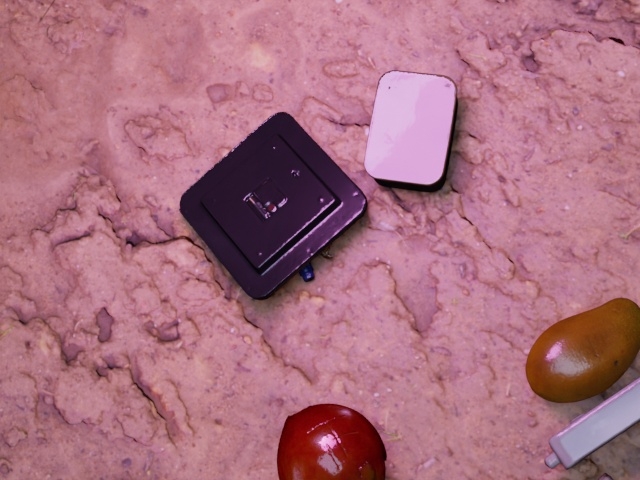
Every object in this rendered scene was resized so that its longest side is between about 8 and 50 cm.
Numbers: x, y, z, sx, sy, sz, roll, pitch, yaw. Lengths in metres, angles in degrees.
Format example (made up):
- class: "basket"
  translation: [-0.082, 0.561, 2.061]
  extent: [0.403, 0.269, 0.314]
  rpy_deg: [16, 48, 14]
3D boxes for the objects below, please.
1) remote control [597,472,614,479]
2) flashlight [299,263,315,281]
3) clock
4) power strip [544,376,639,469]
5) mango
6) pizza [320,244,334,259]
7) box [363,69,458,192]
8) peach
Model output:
- class: "remote control"
  translation: [0.388, 0.466, 1.713]
  extent: [0.233, 0.098, 0.038]
  rpy_deg: [-45, 69, 0]
- class: "flashlight"
  translation: [-0.044, 0.017, 1.923]
  extent: [0.057, 0.035, 0.121]
  rpy_deg: [-26, 75, 5]
- class: "clock"
  translation: [-0.090, -0.067, 1.918]
  extent: [0.273, 0.049, 0.279]
  rpy_deg: [-42, 64, -1]
- class: "power strip"
  translation: [0.523, 0.253, 1.733]
  extent: [0.385, 0.091, 0.062]
  rpy_deg: [-35, 73, 3]
- class: "mango"
  translation: [0.441, 0.181, 1.764]
  extent: [0.227, 0.099, 0.136]
  rpy_deg: [-35, 67, -6]
- class: "pizza"
  translation: [0.000, 0.000, 1.929]
  extent: [0.037, 0.016, 0.083]
  rpy_deg: [-33, 71, 5]
- class: "box"
  translation: [0.164, -0.189, 1.894]
  extent: [0.144, 0.090, 0.201]
  rpy_deg: [7, 81, 13]
- class: "peach"
  translation: [0.015, 0.357, 1.767]
  extent: [0.197, 0.197, 0.197]
  rpy_deg: [-2, 79, 11]
